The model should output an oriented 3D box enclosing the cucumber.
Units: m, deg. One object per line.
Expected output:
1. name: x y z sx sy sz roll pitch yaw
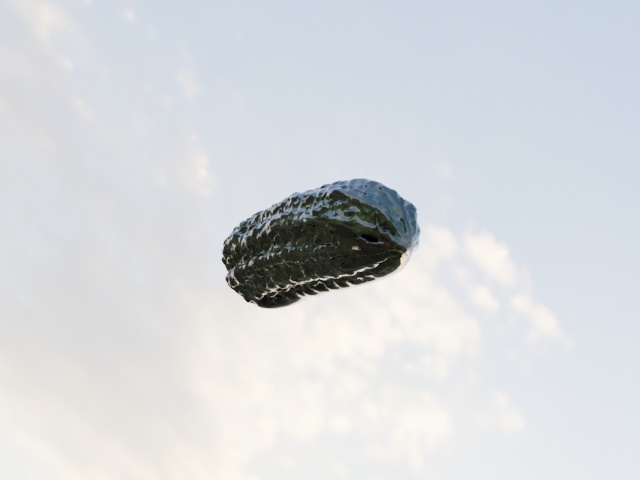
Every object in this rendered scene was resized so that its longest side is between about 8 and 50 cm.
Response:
1. cucumber: -0.001 -0.001 1.057 0.077 0.077 0.265 45 -23 -10
